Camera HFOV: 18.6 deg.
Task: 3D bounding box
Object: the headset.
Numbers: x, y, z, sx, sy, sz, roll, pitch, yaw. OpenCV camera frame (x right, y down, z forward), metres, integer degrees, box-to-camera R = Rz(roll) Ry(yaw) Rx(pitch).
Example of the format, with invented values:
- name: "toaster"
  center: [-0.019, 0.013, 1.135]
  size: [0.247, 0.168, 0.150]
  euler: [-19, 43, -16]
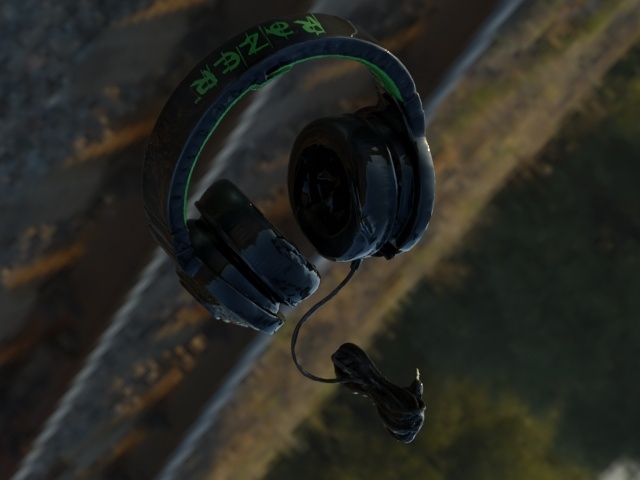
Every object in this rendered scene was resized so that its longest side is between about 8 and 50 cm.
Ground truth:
- name: "headset"
  center: [0.000, 0.000, 1.632]
  size: [0.243, 0.185, 0.394]
  euler: [-31, 137, -15]
